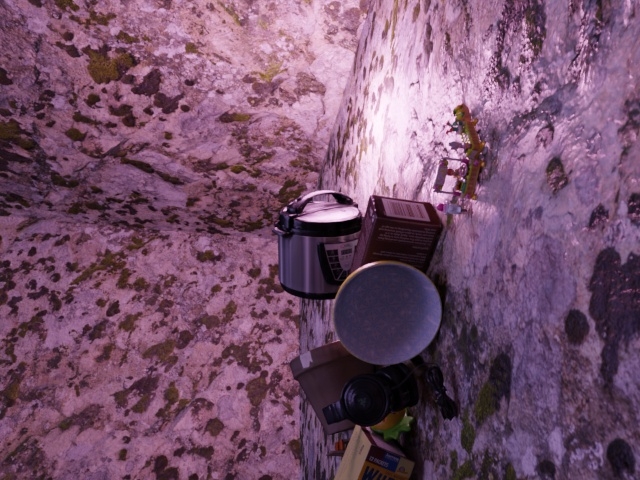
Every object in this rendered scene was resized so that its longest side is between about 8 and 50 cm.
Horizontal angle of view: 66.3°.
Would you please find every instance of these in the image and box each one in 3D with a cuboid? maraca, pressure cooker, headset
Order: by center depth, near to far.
[{"bbox_3d":[0.179,0.432,1.308,0.394,0.243,0.185,-40,65,41],"label":"headset"},{"bbox_3d":[0.208,0.529,1.459,0.099,0.127,0.185,56,172,-15],"label":"maraca"},{"bbox_3d":[-0.005,-0.001,2.049,0.370,0.375,0.421,-59,-28,-71],"label":"pressure cooker"}]

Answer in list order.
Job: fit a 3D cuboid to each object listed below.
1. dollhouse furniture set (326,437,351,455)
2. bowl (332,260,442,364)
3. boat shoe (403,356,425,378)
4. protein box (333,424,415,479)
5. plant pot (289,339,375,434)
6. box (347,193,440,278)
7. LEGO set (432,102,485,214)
[{"bbox_3d":[0.065,0.758,2.062,0.259,0.135,0.262,112,160,-59],"label":"dollhouse furniture set"},{"bbox_3d":[0.174,0.180,1.356,0.156,0.289,0.290,-99,16,-78],"label":"bowl"},{"bbox_3d":[0.259,0.348,1.423,0.135,0.050,0.045,-113,35,-69],"label":"boat shoe"},{"bbox_3d":[0.146,0.665,1.398,0.201,0.136,0.200,149,145,-82],"label":"protein box"},{"bbox_3d":[0.075,0.531,1.764,0.323,0.323,0.280,115,142,-62],"label":"plant pot"},{"bbox_3d":[0.204,0.063,1.472,0.143,0.191,0.381,-94,14,-56],"label":"box"},{"bbox_3d":[0.321,-0.206,1.189,0.132,0.107,0.287,175,100,-80],"label":"LEGO set"}]
